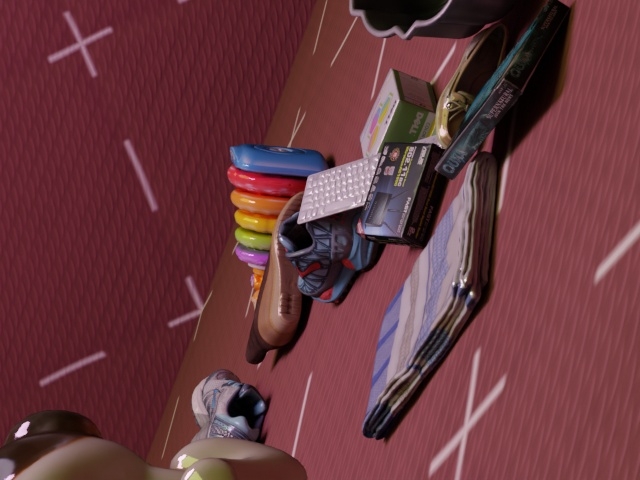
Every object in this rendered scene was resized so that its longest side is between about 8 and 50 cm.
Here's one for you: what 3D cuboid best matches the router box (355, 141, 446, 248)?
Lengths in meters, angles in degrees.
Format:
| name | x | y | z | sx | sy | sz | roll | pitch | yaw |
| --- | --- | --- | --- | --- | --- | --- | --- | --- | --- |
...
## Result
| name | x | y | z | sx | sy | sz | roll | pitch | yaw |
| --- | --- | --- | --- | --- | --- | --- | --- | --- | --- |
| router box | 0.098 | -0.055 | 1.894 | 0.092 | 0.038 | 0.122 | 6 | 76 | 53 |

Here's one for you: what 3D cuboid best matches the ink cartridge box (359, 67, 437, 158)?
| name | x | y | z | sx | sy | sz | roll | pitch | yaw |
| --- | --- | --- | --- | --- | --- | --- | --- | --- | --- |
| ink cartridge box | 0.103 | -0.138 | 2.066 | 0.209 | 0.062 | 0.109 | -95 | 26 | -68 |

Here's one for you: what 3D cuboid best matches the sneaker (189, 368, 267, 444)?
| name | x | y | z | sx | sy | sz | roll | pitch | yaw |
| --- | --- | --- | --- | --- | --- | --- | --- | --- | --- |
| sneaker | -0.132 | 0.276 | 2.560 | 0.122 | 0.110 | 0.283 | -49 | 18 | 16 |

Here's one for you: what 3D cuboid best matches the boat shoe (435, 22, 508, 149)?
| name | x | y | z | sx | sy | sz | roll | pitch | yaw |
| --- | --- | --- | --- | --- | --- | --- | --- | --- | --- |
| boat shoe | 0.170 | -0.169 | 1.772 | 0.153 | 0.056 | 0.048 | -65 | 5 | -18 |

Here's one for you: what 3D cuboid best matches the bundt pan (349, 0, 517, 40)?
| name | x | y | z | sx | sy | sz | roll | pitch | yaw |
| --- | --- | --- | --- | --- | --- | --- | --- | --- | --- |
| bundt pan | 0.157 | -0.377 | 1.823 | 0.331 | 0.124 | 0.331 | -22 | 64 | 54 |

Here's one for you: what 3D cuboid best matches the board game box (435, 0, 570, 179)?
| name | x | y | z | sx | sy | sz | roll | pitch | yaw |
| --- | --- | --- | --- | --- | --- | --- | --- | --- | --- |
| board game box | 0.184 | -0.153 | 1.642 | 0.126 | 0.026 | 0.186 | -58 | 1 | -32 |

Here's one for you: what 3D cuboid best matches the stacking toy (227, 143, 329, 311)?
| name | x | y | z | sx | sy | sz | roll | pitch | yaw |
| --- | --- | --- | --- | --- | --- | --- | --- | --- | --- |
| stacking toy | -0.088 | -0.010 | 2.764 | 0.175 | 0.165 | 0.302 | -126 | 42 | -75 |

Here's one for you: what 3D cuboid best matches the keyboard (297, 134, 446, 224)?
| name | x | y | z | sx | sy | sz | roll | pitch | yaw |
| --- | --- | --- | --- | --- | --- | --- | --- | --- | --- |
| keyboard | 0.062 | -0.075 | 1.998 | 0.256 | 0.014 | 0.072 | -16 | 48 | 47 |

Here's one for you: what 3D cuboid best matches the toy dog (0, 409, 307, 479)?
| name | x | y | z | sx | sy | sz | roll | pitch | yaw |
| --- | --- | --- | --- | --- | --- | --- | --- | --- | --- |
| toy dog | -0.107 | 0.282 | 1.336 | 0.395 | 0.408 | 0.285 | 158 | 132 | -77 |

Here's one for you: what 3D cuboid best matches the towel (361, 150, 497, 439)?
| name | x | y | z | sx | sy | sz | roll | pitch | yaw |
| --- | --- | --- | --- | --- | --- | --- | --- | --- | --- |
| towel | 0.113 | 0.060 | 1.691 | 0.285 | 0.034 | 0.209 | 119 | 168 | -46 |

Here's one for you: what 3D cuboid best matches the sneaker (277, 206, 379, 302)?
| name | x | y | z | sx | sy | sz | roll | pitch | yaw |
| --- | --- | --- | --- | --- | --- | --- | --- | --- | --- |
| sneaker | 0.000 | 0.000 | 2.189 | 0.262 | 0.125 | 0.104 | 128 | 160 | -63 |

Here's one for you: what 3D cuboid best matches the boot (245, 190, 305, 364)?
| name | x | y | z | sx | sy | sz | roll | pitch | yaw |
| --- | --- | --- | --- | --- | --- | --- | --- | --- | --- |
| boot | -0.066 | 0.061 | 2.562 | 0.207 | 0.090 | 0.248 | 133 | 152 | -63 |

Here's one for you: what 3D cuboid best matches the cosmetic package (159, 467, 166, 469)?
| name | x | y | z | sx | sy | sz | roll | pitch | yaw |
| --- | --- | --- | --- | --- | --- | --- | --- | --- | --- |
| cosmetic package | -0.161 | 0.399 | 2.120 | 0.151 | 0.183 | 0.151 | 143 | 145 | -73 |
